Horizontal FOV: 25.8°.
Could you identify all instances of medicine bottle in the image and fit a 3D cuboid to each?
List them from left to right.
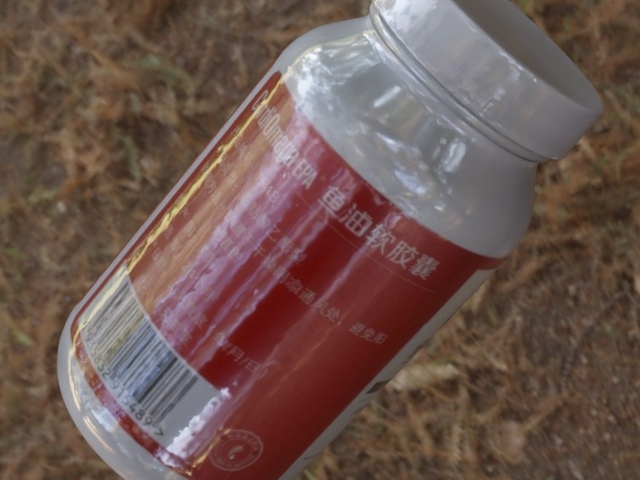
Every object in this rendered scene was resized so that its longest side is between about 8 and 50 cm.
[{"bbox_3d":[0.000,0.000,0.611,0.250,0.131,0.131,-48,59,20],"label":"medicine bottle"}]
